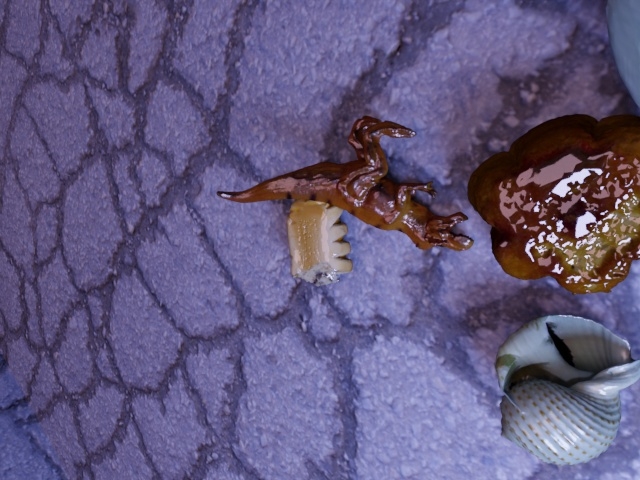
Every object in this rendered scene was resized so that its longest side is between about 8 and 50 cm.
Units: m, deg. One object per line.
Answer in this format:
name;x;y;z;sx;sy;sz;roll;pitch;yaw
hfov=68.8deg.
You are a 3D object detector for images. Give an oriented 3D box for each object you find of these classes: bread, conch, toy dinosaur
bread;0.331;-0.042;0.604;0.247;0.135;0.232;-27;93;30
conch;0.329;0.206;0.640;0.200;0.131;0.172;-25;52;-4
toy dinosaur;0.057;-0.113;0.783;0.432;0.097;0.208;17;95;13
bread;0.000;0.000;0.865;0.119;0.084;0.177;-4;93;33

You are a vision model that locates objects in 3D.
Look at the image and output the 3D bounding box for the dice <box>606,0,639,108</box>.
dice;0.424;-0.186;0.354;0.263;0.268;0.264;-37;55;16
